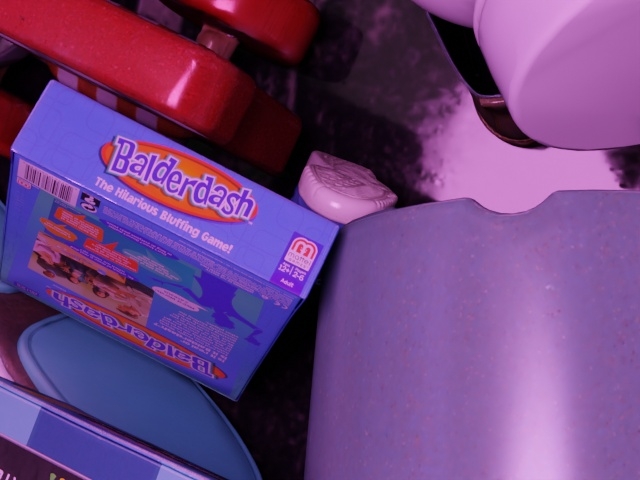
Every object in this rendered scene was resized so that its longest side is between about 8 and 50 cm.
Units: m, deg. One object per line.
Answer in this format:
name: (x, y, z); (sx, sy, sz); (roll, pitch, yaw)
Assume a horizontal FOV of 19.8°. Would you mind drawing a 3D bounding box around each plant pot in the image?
plant pot: (0.129, 0.159, 0.924); (0.341, 0.341, 0.334); (-3, 79, 15)

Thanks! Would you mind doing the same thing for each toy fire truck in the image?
toy fire truck: (-0.152, -0.123, 1.020); (0.302, 0.254, 0.169); (28, 89, 14)

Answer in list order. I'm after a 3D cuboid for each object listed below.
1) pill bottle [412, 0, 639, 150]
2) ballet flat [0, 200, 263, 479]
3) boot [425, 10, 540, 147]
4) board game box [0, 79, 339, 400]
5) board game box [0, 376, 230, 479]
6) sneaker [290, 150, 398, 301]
pill bottle: (0.101, -0.257, 0.923); (0.229, 0.229, 0.408); (-28, 63, 13)
ballet flat: (-0.190, 0.074, 1.112); (0.400, 0.139, 0.139); (44, 99, 16)
boot: (0.098, -0.165, 1.037); (0.082, 0.106, 0.219); (-13, 85, 14)
board game box: (-0.089, 0.008, 0.972); (0.160, 0.210, 0.047); (27, 68, -3)
board game box: (-0.143, 0.255, 0.873); (0.254, 0.079, 0.336); (16, 80, 50)
sneaker: (0.001, 0.000, 1.039); (0.058, 0.152, 0.084); (19, 98, -7)
